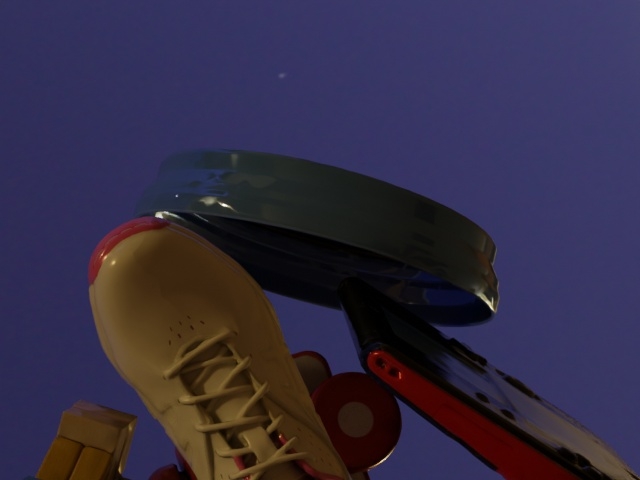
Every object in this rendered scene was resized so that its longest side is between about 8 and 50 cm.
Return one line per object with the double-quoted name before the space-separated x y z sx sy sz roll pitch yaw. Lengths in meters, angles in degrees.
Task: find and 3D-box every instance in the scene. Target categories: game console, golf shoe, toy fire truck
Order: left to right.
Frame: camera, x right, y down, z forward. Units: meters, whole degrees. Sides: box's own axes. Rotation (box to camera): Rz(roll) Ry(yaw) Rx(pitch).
"golf shoe" -0.045 0.119 0.874 0.115 0.140 0.306 -35 -65 -9
"toy fire truck" -0.035 0.275 1.346 0.254 0.169 0.302 -17 -102 -19
"game console" 0.169 0.160 1.264 0.342 0.386 0.060 38 -86 -6

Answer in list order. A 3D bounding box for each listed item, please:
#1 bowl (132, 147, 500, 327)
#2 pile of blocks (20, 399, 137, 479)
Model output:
"bowl" 0.000 0.000 1.390 0.391 0.391 0.077 25 -106 -42
"pile of blocks" -0.158 0.251 0.769 0.149 0.113 0.362 97 -170 -56
